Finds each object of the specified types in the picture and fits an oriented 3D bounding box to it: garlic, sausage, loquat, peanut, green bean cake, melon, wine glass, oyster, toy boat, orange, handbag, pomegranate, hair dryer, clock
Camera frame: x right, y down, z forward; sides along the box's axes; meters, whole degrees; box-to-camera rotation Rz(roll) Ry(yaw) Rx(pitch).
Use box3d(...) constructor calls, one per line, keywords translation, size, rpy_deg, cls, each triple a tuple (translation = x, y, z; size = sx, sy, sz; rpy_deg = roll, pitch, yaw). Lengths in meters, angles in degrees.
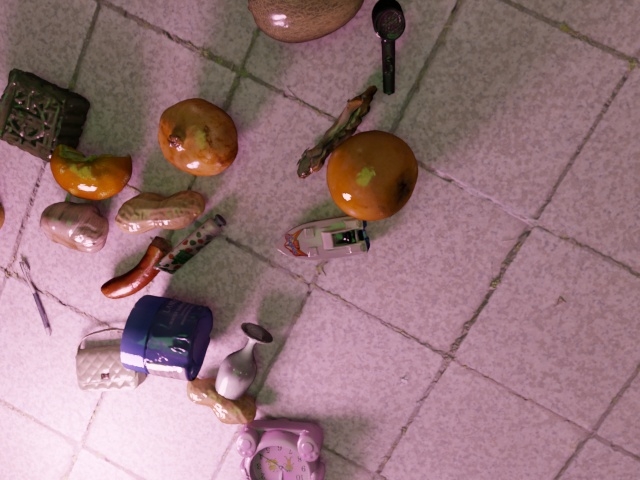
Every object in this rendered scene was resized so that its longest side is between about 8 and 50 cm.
box3d(translation=(-0.785, -0.078, 1.627), size=(0.219, 0.218, 0.211), rpy_deg=(13, 64, 7), cls="garlic")
box3d(translation=(-0.613, 0.108, 1.665), size=(0.302, 0.076, 0.102), rpy_deg=(-40, 84, 12), cls="sausage")
box3d(translation=(0.144, -0.180, 1.395), size=(0.263, 0.263, 0.262), rpy_deg=(2, 101, 9), cls="loquat")
box3d(translation=(-0.341, 0.546, 1.688), size=(0.263, 0.101, 0.117), rpy_deg=(30, 78, 3), cls="peanut")
box3d(translation=(-0.908, -0.399, 1.596), size=(0.255, 0.132, 0.240), rpy_deg=(27, 107, 3), cls="green bean cake")
box3d(translation=(-0.038, -0.671, 1.341), size=(0.330, 0.248, 0.248), rpy_deg=(-10, 99, 2), cls="melon")
box3d(translation=(-0.257, 0.400, 1.638), size=(0.127, 0.126, 0.241), rpy_deg=(29, 102, 3), cls="wine glass")
box3d(translation=(-0.513, -0.096, 1.591), size=(0.299, 0.120, 0.136), rpy_deg=(-7, 79, 7), cls="peanut")
box3d(translation=(0.053, -0.312, 1.456), size=(0.079, 0.128, 0.345), rpy_deg=(39, 100, -18), cls="oyster")
box3d(translation=(0.000, 0.000, 1.538), size=(0.296, 0.088, 0.129), rpy_deg=(-8, 99, 10), cls="toy boat")
box3d(translation=(-0.721, -0.210, 1.551), size=(0.238, 0.179, 0.158), rpy_deg=(8, 76, -17), cls="orange")
box3d(translation=(-0.749, 0.420, 1.747), size=(0.257, 0.079, 0.219), rpy_deg=(-6, 96, 9), cls="handbag")
box3d(translation=(-0.363, -0.305, 1.469), size=(0.249, 0.248, 0.247), rpy_deg=(2, 101, 9), cls="pomegranate")
box3d(translation=(0.194, -0.534, 1.384), size=(0.089, 0.197, 0.251), rpy_deg=(-4, 121, 6), cls="hair dryer")
box3d(translation=(-0.130, 0.776, 1.692), size=(0.296, 0.113, 0.321), rpy_deg=(-1, 101, 9), cls="clock")

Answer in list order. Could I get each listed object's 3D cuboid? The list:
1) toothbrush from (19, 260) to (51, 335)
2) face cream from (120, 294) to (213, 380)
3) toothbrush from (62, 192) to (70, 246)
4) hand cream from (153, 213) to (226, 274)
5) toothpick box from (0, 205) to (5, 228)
box3d(translation=(-1.021, 0.209, 1.778), size=(0.026, 0.024, 0.287), rpy_deg=(-16, 97, -2), cls="toothbrush")
box3d(translation=(-0.484, 0.314, 1.597), size=(0.225, 0.249, 0.248), rpy_deg=(11, 102, 2), cls="face cream")
box3d(translation=(-0.871, -0.104, 1.696), size=(0.022, 0.026, 0.262), rpy_deg=(14, 105, 7), cls="toothbrush")
box3d(translation=(-0.421, 0.016, 1.618), size=(0.276, 0.095, 0.059), rpy_deg=(-40, 58, 11), cls="hand cream")
box3d(translation=(-1.306, -0.085, 1.565), size=(0.410, 0.425, 0.408), rpy_deg=(-1, 83, 11), cls="toothpick box")
